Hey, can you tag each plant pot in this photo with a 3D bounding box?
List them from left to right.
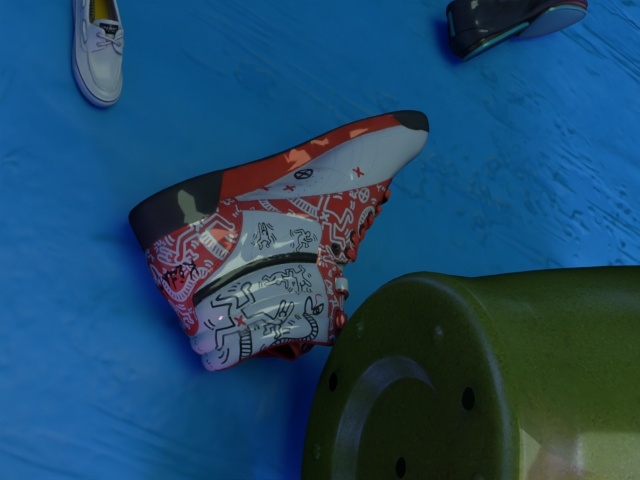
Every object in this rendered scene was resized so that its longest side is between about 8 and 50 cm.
[{"bbox_3d":[0.189,0.167,0.628,0.352,0.366,0.367,12,66,-26],"label":"plant pot"}]

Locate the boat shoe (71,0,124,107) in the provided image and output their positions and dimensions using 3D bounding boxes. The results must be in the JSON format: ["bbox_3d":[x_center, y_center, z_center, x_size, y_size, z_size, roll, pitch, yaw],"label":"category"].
[{"bbox_3d":[-0.159,-0.147,0.685,0.035,0.035,0.100,4,70,-35],"label":"boat shoe"}]

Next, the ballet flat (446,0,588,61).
[{"bbox_3d":[0.198,-0.238,0.957,0.203,0.074,0.074,-24,88,-37],"label":"ballet flat"}]

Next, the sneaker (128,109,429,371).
[{"bbox_3d":[-0.001,0.001,0.711,0.270,0.090,0.145,-23,88,-36],"label":"sneaker"}]
